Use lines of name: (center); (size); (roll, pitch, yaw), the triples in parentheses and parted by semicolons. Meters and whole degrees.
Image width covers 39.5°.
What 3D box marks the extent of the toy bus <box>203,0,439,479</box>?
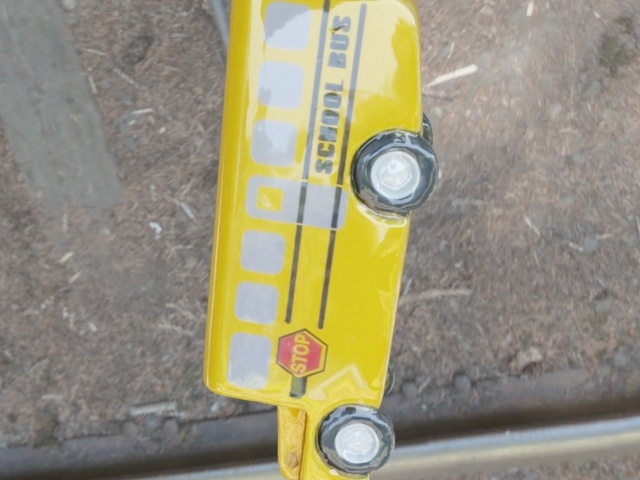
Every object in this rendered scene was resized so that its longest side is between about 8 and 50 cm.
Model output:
toy bus: (0.000, 0.000, 0.578); (0.130, 0.108, 0.333); (8, 110, 3)
